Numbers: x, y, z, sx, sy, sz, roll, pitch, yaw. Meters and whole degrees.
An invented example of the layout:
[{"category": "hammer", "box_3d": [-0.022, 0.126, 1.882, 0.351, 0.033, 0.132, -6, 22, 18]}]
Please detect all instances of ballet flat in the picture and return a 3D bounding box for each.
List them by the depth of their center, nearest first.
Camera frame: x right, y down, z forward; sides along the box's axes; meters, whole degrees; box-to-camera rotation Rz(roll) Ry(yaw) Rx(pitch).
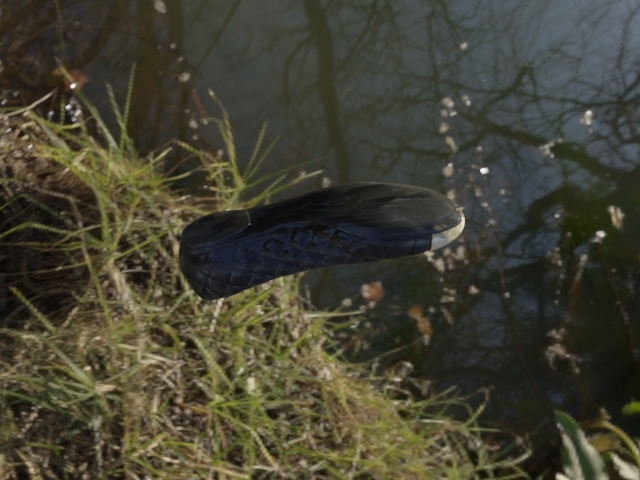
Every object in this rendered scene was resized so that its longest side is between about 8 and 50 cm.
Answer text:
[{"category": "ballet flat", "box_3d": [0.000, 0.000, 0.523, 0.057, 0.173, 0.049, -88, 168, -51]}]
